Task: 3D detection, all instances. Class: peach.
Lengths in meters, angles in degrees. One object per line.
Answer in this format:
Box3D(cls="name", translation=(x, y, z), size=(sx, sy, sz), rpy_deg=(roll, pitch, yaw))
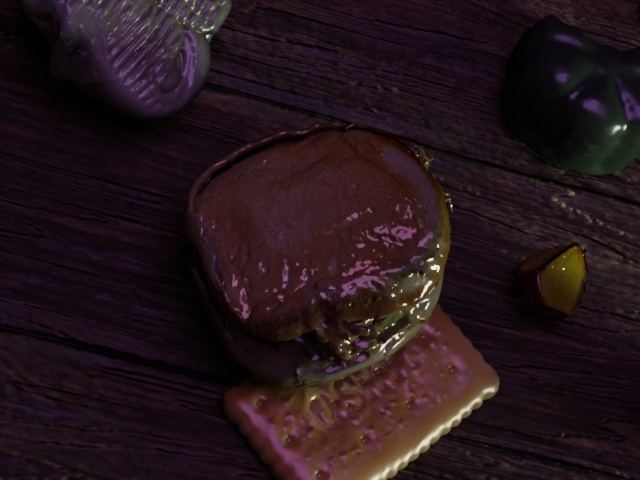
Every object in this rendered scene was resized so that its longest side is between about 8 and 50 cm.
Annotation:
Box3D(cls="peach", translation=(0.225, 0.036, 1.925), size=(0.077, 0.050, 0.083), rpy_deg=(28, 65, -33))

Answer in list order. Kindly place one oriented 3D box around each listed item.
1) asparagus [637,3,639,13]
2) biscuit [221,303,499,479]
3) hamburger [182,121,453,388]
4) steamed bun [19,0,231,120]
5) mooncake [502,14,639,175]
Box3D(cls="asparagus", translation=(0.466, -0.244, 2.173), size=(0.248, 0.024, 0.025), rpy_deg=(5, 70, -20))
Box3D(cls="biscuit", translation=(0.041, 0.141, 1.815), size=(0.249, 0.030, 0.160), rpy_deg=(-34, 80, -31))
Box3D(cls="hamburger", translation=(0.000, 0.000, 1.794), size=(0.243, 0.146, 0.286), rpy_deg=(20, 58, 12))
Box3D(cls="steamed bun", translation=(-0.200, -0.229, 1.852), size=(0.218, 0.144, 0.211), rpy_deg=(43, 61, -32))
Box3D(cls="mooncake", translation=(0.277, -0.157, 2.016), size=(0.175, 0.104, 0.168), rpy_deg=(-15, 65, -30))
